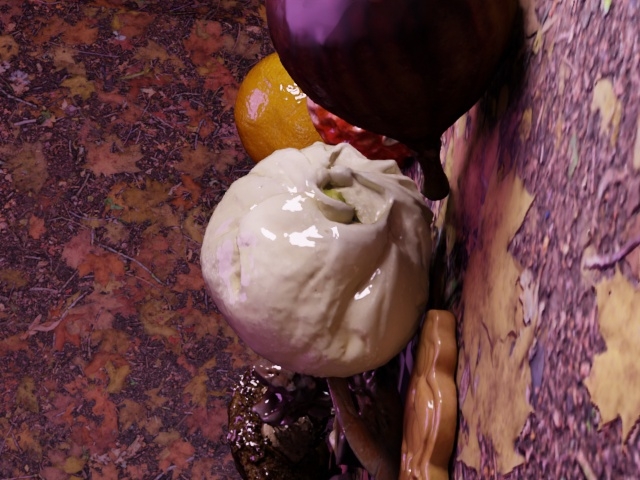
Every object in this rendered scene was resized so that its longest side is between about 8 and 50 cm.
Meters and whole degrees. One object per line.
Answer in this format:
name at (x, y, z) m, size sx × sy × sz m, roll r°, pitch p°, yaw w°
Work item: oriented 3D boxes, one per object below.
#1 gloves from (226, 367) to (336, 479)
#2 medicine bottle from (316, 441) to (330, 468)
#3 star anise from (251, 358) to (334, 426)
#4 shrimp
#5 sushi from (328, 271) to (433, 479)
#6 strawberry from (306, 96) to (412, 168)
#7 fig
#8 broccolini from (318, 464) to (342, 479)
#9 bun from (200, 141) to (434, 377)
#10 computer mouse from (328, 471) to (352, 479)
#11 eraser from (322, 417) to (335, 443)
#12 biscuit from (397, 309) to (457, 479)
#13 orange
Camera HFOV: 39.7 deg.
gloves at (-0.060, 0.288, 1.405) m, size 0.210 × 0.135 × 0.312 m, roll 67°, pitch -150°, yaw -17°
medicine bottle at (-0.062, 0.469, 1.558) m, size 0.137 × 0.141 × 0.250 m, roll 82°, pitch -170°, yaw -60°
star anise at (0.001, 0.185, 1.265) m, size 0.099 × 0.220 × 0.214 m, roll 41°, pitch 145°, yaw 26°
shrimp at (0.039, 0.140, 0.941) m, size 0.143 × 0.052 × 0.251 m, roll 16°, pitch -131°, yaw -65°
sushi at (0.042, 0.156, 1.124) m, size 0.296 × 0.100 × 0.373 m, roll -97°, pitch 14°, yaw -70°
strawberry at (0.054, -0.222, 1.205) m, size 0.336 × 0.149 × 0.265 m, roll 172°, pitch 103°, yaw -86°
fig at (0.088, -0.151, 0.794) m, size 0.217 × 0.217 × 0.321 m, roll -88°, pitch -21°, yaw -43°
broccolini at (0.021, 0.445, 1.443) m, size 0.074 × 0.058 × 0.201 m, roll -71°, pitch -22°, yaw -48°
bun at (0.000, 0.000, 0.897) m, size 0.160 × 0.259 × 0.259 m, roll 93°, pitch 179°, yaw -47°
computer mouse at (-0.020, 0.423, 1.079) m, size 0.429 × 0.146 × 0.228 m, roll 106°, pitch 155°, yaw -64°
eraser at (0.003, 0.261, 1.641) m, size 0.124 × 0.068 × 0.210 m, roll -95°, pitch 12°, yaw -55°
biscuit at (0.100, 0.183, 0.839) m, size 0.144 × 0.040 × 0.236 m, roll 164°, pitch 110°, yaw -79°
orange at (-0.034, -0.239, 1.653) m, size 0.264 × 0.264 × 0.264 m, roll -174°, pitch 90°, yaw -85°
